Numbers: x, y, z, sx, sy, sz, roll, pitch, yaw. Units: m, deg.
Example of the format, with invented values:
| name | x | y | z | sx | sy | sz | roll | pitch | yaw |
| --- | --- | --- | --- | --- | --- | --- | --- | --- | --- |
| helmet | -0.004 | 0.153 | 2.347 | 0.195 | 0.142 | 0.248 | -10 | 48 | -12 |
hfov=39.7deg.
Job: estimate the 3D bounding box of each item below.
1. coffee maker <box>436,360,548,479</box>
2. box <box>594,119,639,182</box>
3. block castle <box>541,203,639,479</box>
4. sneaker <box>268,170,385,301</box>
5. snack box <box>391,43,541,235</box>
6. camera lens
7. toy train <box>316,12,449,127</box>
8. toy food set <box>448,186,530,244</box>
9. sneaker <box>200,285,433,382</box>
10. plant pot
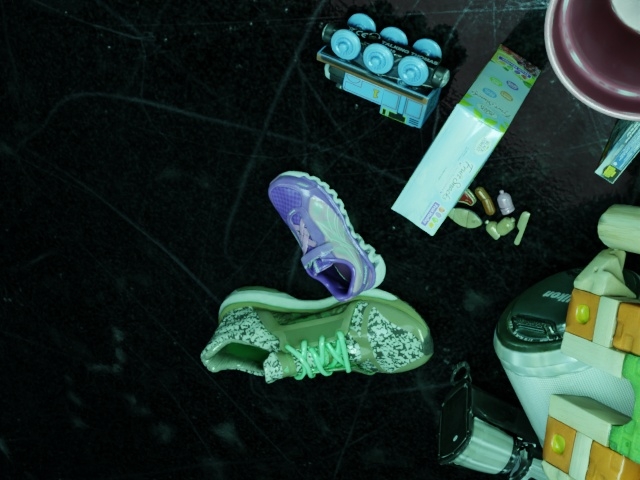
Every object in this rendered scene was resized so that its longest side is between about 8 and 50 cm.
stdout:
| name | x | y | z | sx | sy | sz | roll | pitch | yaw |
| --- | --- | --- | --- | --- | --- | --- | --- | --- | --- |
| coffee maker | 0.287 | 0.296 | 1.389 | 0.178 | 0.171 | 0.120 | 24 | 157 | -14 |
| box | 0.375 | -0.137 | 1.056 | 0.027 | 0.137 | 0.094 | 34 | 130 | 5 |
| block castle | 0.452 | 0.185 | 1.003 | 0.302 | 0.213 | 0.454 | 6 | 96 | -22 |
| sneaker | 0.000 | 0.000 | 1.367 | 0.095 | 0.104 | 0.236 | -34 | 99 | 40 |
| snack box | 0.185 | -0.129 | 1.117 | 0.070 | 0.207 | 0.174 | 34 | 130 | 5 |
| camera lens | 0.378 | 0.188 | 1.209 | 0.219 | 0.219 | 0.274 | -15 | 111 | 35 |
| toy train | 0.082 | -0.230 | 1.194 | 0.184 | 0.080 | 0.105 | 24 | 134 | 13 |
| toy food set | 0.239 | -0.045 | 1.267 | 0.122 | 0.019 | 0.078 | 27 | 129 | 20 |
| sneaker | -0.018 | 0.184 | 1.444 | 0.410 | 0.182 | 0.158 | -1 | 119 | 28 |
| plant pot | 0.361 | -0.253 | 0.960 | 0.201 | 0.180 | 0.201 | 13 | 125 | 20 |
